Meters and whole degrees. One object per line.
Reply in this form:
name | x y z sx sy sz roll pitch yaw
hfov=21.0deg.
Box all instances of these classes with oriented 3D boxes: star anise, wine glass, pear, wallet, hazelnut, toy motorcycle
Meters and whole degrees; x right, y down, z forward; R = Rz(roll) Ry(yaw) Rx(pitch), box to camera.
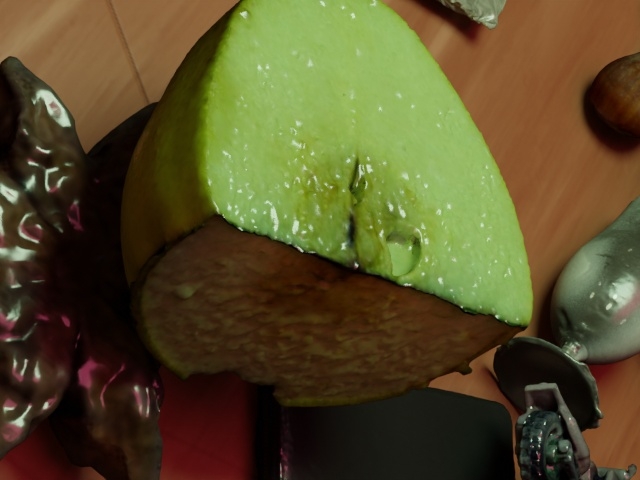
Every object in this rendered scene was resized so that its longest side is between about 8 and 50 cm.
star anise | -0.167 0.033 1.131 0.315 0.108 0.315 15 61 -29
wine glass | 0.240 0.056 1.437 0.103 0.103 0.222 53 54 -13
pear | -0.017 -0.043 1.117 0.292 0.159 0.292 21 55 -34
wallet | 0.057 0.176 1.304 0.250 0.044 0.149 13 65 -34
hazelnut | 0.282 -0.131 1.538 0.086 0.086 0.086 11 70 -34
toy motorcycle | 0.198 0.191 1.346 0.122 0.082 0.213 -78 152 -44

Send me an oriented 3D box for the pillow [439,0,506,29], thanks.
pillow | 0.074 -0.278 1.441 0.229 0.051 0.128 29 59 -25
